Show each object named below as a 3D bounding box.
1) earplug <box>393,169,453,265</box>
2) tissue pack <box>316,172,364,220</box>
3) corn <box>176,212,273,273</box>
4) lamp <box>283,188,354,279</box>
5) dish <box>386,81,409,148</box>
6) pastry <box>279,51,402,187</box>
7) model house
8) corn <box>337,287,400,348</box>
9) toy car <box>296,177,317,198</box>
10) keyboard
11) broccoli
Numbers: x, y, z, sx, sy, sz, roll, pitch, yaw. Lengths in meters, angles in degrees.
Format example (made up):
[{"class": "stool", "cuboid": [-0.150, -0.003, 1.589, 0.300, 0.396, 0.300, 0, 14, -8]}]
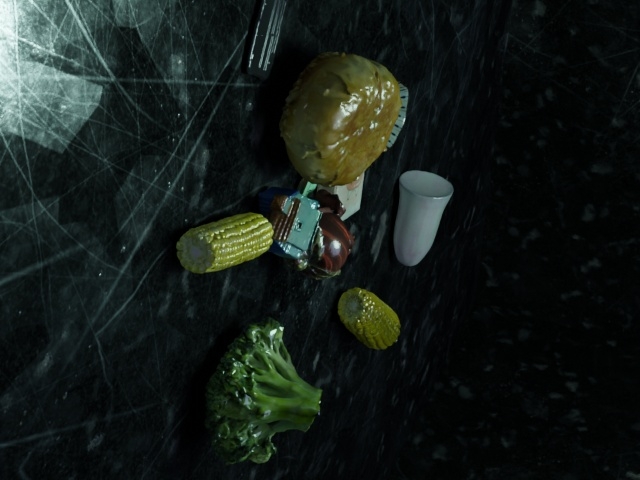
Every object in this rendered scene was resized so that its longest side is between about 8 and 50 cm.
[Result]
[{"class": "earplug", "cuboid": [0.302, -0.051, 2.833, 0.172, 0.172, 0.301, -45, 152, -54]}, {"class": "tissue pack", "cuboid": [0.061, -0.213, 2.165, 0.170, 0.071, 0.325, -31, 134, -58]}, {"class": "corn", "cuboid": [-0.175, 0.004, 1.669, 0.244, 0.093, 0.093, -20, 123, -61]}, {"class": "lamp", "cuboid": [0.008, 0.006, 2.019, 0.223, 0.151, 0.215, -41, 144, -27]}, {"class": "dish", "cuboid": [0.170, -0.339, 2.372, 0.190, 0.066, 0.190, -50, 150, -43]}, {"class": "pastry", "cuboid": [0.025, -0.260, 1.866, 0.316, 0.184, 0.284, -21, 134, -53]}, {"class": "model house", "cuboid": [-0.086, -0.051, 1.857, 0.149, 0.120, 0.148, 35, 73, -58]}, {"class": "corn", "cuboid": [0.142, 0.231, 2.626, 0.387, 0.144, 0.143, 42, 65, -63]}, {"class": "toy car", "cuboid": [-0.035, -0.113, 2.039, 0.121, 0.035, 0.059, -64, 161, 4]}, {"class": "keyboard", "cuboid": [-0.092, -0.434, 1.675, 0.106, 0.016, 0.262, 1, 105, -69]}, {"class": "broccoli", "cuboid": [-0.110, 0.323, 1.859, 0.248, 0.246, 0.288, -34, 142, -74]}]
